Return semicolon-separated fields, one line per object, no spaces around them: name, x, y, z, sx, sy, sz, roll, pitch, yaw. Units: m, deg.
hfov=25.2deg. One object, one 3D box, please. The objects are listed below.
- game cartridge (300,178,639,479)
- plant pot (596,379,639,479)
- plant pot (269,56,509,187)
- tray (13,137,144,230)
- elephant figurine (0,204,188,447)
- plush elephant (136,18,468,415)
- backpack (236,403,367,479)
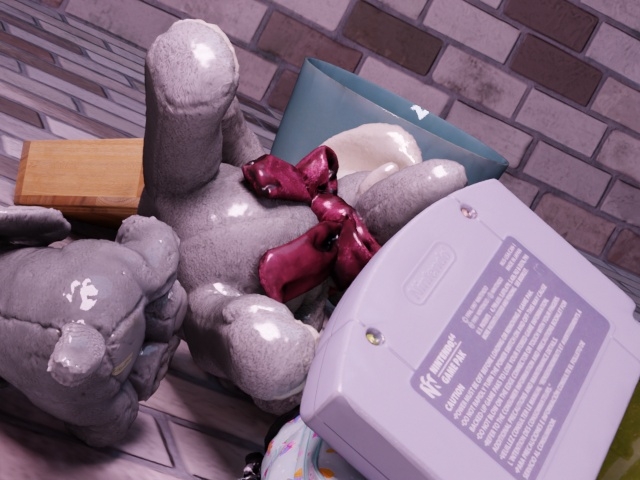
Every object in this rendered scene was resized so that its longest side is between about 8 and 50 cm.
game cartridge;0.106;0.078;0.938;0.196;0.060;0.294;45;37;-2
plant pot;0.312;0.253;1.011;0.254;0.276;0.276;34;6;-29
plant pot;0.057;-0.066;1.848;0.293;0.235;0.293;27;11;-6
tray;-0.098;-0.027;1.535;0.203;0.076;0.411;2;-10;42
elephant figurine;-0.227;0.039;0.986;0.239;0.186;0.169;19;52;11
plush elephant;0.000;0.000;1.127;0.255;0.272;0.330;-13;-17;-19
backpack;0.017;0.180;0.912;0.152;0.115;0.182;27;19;-2
